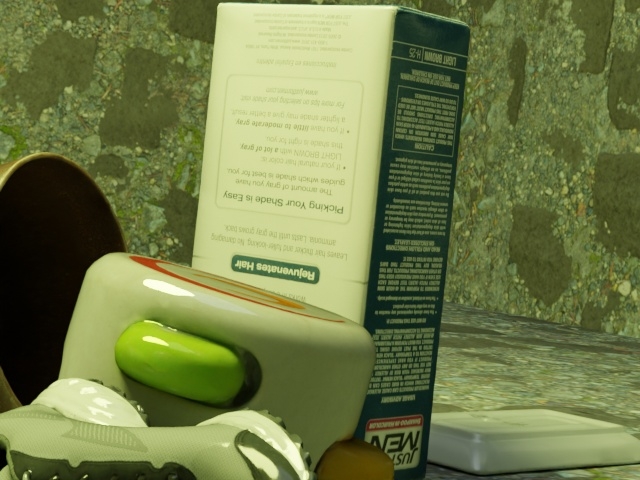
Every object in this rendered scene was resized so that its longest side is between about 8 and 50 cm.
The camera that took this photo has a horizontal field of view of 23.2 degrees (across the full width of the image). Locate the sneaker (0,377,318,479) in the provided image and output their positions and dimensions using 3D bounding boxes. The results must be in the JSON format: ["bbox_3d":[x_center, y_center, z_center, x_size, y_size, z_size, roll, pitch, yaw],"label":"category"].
[{"bbox_3d":[-0.098,0.137,0.791,0.108,0.100,0.271,-14,12,-42],"label":"sneaker"}]

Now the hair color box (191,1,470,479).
[{"bbox_3d":[0.000,0.000,1.178,0.174,0.347,0.105,8,3,39],"label":"hair color box"}]

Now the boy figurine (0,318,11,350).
[{"bbox_3d":[-0.371,0.084,1.382,0.285,0.092,0.177,10,6,24],"label":"boy figurine"}]

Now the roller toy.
[{"bbox_3d":[-0.070,0.100,0.987,0.209,0.146,0.191,16,2,-36],"label":"roller toy"}]

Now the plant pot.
[{"bbox_3d":[-0.293,0.055,1.192,0.230,0.215,0.215,-8,-4,22],"label":"plant pot"}]

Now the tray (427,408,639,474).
[{"bbox_3d":[0.170,0.173,1.381,0.145,0.030,0.270,7,1,45],"label":"tray"}]
